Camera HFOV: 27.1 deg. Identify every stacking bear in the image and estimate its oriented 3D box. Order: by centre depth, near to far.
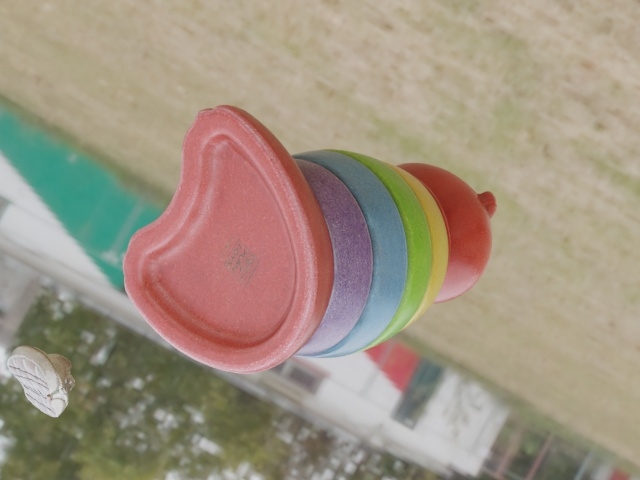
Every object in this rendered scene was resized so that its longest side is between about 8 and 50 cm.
[{"bbox_3d":[0.025,0.002,1.007,0.164,0.175,0.289,46,-150,26],"label":"stacking bear"}]

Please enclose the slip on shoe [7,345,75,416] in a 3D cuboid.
[{"bbox_3d":[-0.246,0.119,1.197,0.051,0.041,0.135,29,156,14],"label":"slip on shoe"}]
